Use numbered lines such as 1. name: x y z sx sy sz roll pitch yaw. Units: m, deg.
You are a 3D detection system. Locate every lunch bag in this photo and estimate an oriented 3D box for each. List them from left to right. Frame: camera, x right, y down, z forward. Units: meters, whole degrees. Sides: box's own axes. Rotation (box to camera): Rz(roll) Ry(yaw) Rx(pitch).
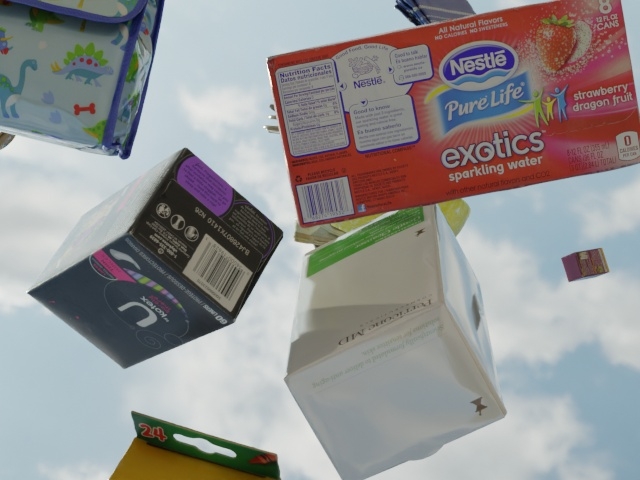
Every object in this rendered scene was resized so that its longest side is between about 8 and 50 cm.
1. lunch bag: -0.178 -0.143 0.844 0.129 0.151 0.096 14 177 1

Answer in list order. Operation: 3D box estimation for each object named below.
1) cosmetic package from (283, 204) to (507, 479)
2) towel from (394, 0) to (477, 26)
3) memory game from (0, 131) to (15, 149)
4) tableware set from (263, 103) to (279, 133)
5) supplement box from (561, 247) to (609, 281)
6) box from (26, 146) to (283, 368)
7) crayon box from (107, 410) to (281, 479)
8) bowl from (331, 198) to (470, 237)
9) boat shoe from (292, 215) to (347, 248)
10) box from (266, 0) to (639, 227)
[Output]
1. cosmetic package: 0.085 0.101 1.442 0.197 0.155 0.365 -26 -164 10
2. towel: 0.272 -0.277 2.069 0.243 0.040 0.336 -10 -117 -57
3. memory game: -0.369 -0.117 1.381 0.012 0.186 0.186 41 -148 0
4. tableware set: 0.018 -0.162 1.748 0.194 0.039 0.128 7 -177 -2
5. supplement box: 0.531 0.049 2.499 0.083 0.043 0.055 -7 -103 -37
6. box: -0.201 0.029 1.491 0.165 0.270 0.143 42 -127 -18
7. crayon box: -0.150 0.365 1.562 0.202 0.318 0.081 13 -137 17
8. bowl: 0.101 -0.030 2.179 0.289 0.156 0.289 20 173 3
9. boat shoe: 0.002 0.000 1.746 0.056 0.048 0.153 16 170 22
10. box: 0.097 -0.099 0.929 0.257 0.128 0.122 -11 -173 2
